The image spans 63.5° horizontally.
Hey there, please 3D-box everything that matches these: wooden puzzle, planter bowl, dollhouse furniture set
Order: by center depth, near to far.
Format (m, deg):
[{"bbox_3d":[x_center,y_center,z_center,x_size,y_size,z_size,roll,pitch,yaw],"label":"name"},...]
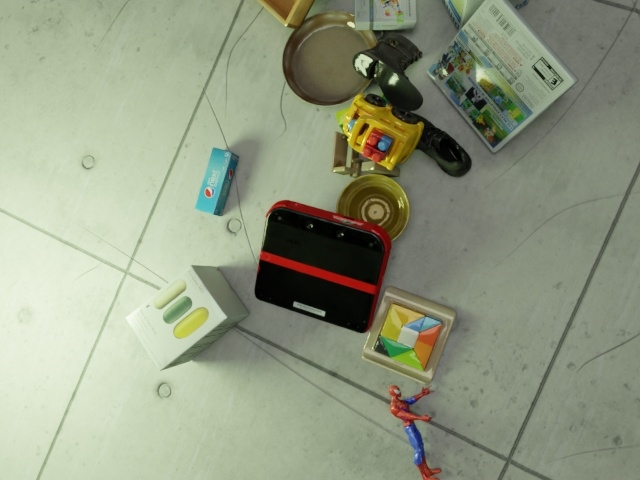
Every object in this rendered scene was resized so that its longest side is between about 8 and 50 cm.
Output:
[{"bbox_3d":[0.260,0.280,1.536,0.221,0.044,0.238,20,90,13],"label":"wooden puzzle"},{"bbox_3d":[0.139,-0.258,1.548,0.151,0.144,0.123,2,85,48],"label":"dollhouse furniture set"},{"bbox_3d":[0.161,-0.086,1.556,0.218,0.090,0.216,0,89,13],"label":"planter bowl"}]

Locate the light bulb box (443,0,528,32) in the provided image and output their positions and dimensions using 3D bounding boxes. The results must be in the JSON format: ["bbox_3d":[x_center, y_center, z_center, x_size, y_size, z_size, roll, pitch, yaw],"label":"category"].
[{"bbox_3d":[0.430,-0.837,1.417,0.226,0.361,0.357,-23,82,8],"label":"light bulb box"}]

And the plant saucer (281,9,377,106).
[{"bbox_3d":[0.032,-0.569,1.640,0.311,0.050,0.310,-1,85,11],"label":"plant saucer"}]

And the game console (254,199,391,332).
[{"bbox_3d":[-0.003,0.077,1.555,0.387,0.060,0.341,17,114,13],"label":"game console"}]

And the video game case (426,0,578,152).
[{"bbox_3d":[0.491,-0.462,1.449,0.328,0.036,0.300,54,140,10],"label":"video game case"}]

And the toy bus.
[{"bbox_3d":[0.148,-0.293,1.437,0.220,0.211,0.149,31,126,9],"label":"toy bus"}]

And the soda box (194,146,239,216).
[{"bbox_3d":[-0.335,-0.189,1.680,0.071,0.067,0.209,17,89,13],"label":"soda box"}]

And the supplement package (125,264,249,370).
[{"bbox_3d":[-0.403,0.231,1.598,0.263,0.198,0.199,-38,79,7],"label":"supplement package"}]

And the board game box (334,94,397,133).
[{"bbox_3d":[0.142,-0.390,1.582,0.182,0.092,0.043,-19,81,10],"label":"board game box"}]

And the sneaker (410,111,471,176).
[{"bbox_3d":[0.322,-0.300,1.521,0.286,0.130,0.109,34,94,13],"label":"sneaker"}]

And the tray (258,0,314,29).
[{"bbox_3d":[-0.167,-0.874,1.631,0.411,0.076,0.202,47,122,19],"label":"tray"}]

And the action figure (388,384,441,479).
[{"bbox_3d":[0.296,0.535,1.488,0.139,0.091,0.280,-30,82,15],"label":"action figure"}]

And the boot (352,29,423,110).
[{"bbox_3d":[0.240,-0.517,1.528,0.263,0.091,0.229,43,53,5],"label":"boot"}]

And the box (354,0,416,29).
[{"bbox_3d":[0.198,-0.716,1.591,0.187,0.038,0.145,1,71,2],"label":"box"}]
